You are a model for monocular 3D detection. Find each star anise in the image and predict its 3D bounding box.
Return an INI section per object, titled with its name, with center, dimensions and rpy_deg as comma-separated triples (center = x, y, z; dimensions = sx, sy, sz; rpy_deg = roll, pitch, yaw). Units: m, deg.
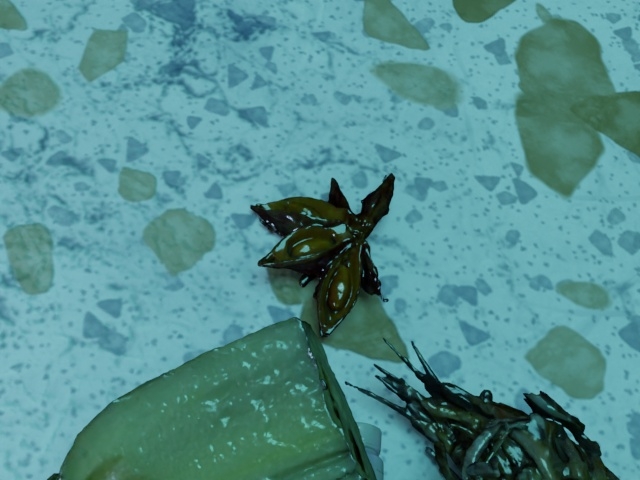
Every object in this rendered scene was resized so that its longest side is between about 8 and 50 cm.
[star anise]
center = 0.000, -0.002, 0.995
dimensions = 0.157, 0.053, 0.212
rpy_deg = 13, 60, -6

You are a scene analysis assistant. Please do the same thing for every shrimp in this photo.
[shrimp]
center = 0.173, 0.211, 0.875
dimensions = 0.343, 0.116, 0.145
rpy_deg = 36, 35, 12

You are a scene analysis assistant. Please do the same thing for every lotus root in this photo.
[lotus root]
center = -0.078, 0.235, 0.777
dimensions = 0.260, 0.149, 0.267
rpy_deg = -23, 81, 3

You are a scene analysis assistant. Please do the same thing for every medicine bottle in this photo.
[medicine bottle]
center = 0.032, 0.215, 0.874
dimensions = 0.052, 0.052, 0.089
rpy_deg = 11, 58, -7
